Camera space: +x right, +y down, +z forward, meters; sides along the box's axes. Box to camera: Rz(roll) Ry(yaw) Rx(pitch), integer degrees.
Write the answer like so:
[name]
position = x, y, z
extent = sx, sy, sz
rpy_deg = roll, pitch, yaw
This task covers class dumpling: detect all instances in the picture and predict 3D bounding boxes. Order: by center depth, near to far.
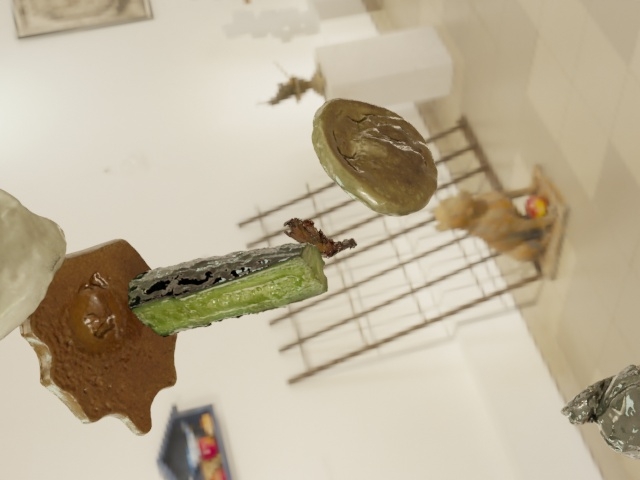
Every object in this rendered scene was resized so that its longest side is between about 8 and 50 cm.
[dumpling]
position = -0.370, 0.057, 0.922
extent = 0.243, 0.175, 0.226
rpy_deg = -27, 49, 46

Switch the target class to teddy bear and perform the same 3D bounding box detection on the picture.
[teddy bear]
position = 0.397, 0.181, 1.036
extent = 0.144, 0.251, 0.171
rpy_deg = 92, 162, -49

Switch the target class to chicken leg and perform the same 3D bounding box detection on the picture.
[chicken leg]
position = -0.002, 0.001, 1.064
extent = 0.021, 0.083, 0.036
rpy_deg = 126, 162, -51

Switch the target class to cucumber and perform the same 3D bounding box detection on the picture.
[cucumber]
position = -0.094, 0.039, 1.039
extent = 0.078, 0.211, 0.062
rpy_deg = 49, -148, -44

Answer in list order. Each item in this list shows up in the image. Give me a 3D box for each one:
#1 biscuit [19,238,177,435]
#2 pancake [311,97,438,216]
[biscuit]
position = -0.232, 0.112, 1.090
extent = 0.034, 0.182, 0.215
rpy_deg = -20, 90, 44
[pancake]
position = 0.090, -0.143, 1.583
extent = 0.050, 0.242, 0.241
rpy_deg = -50, 45, 39
